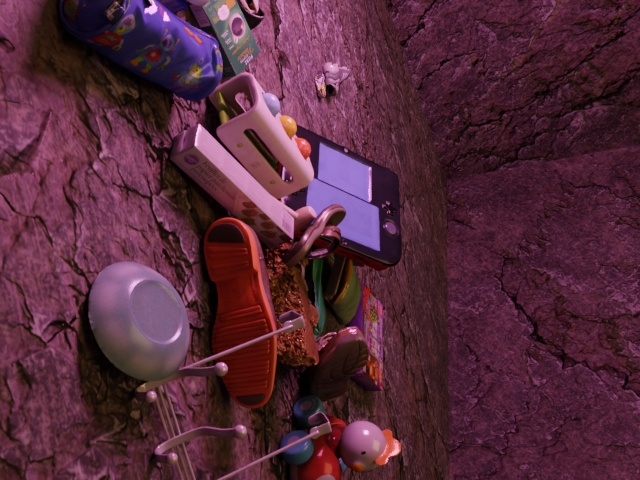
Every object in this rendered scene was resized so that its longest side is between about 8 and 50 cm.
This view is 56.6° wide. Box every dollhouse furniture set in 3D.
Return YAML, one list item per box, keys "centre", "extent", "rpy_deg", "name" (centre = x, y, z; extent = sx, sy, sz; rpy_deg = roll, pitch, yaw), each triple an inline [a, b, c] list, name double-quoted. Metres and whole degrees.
- centre: [0.135, 0.084, 1.737]
  extent: [0.197, 0.151, 0.301]
  rpy_deg: [57, 43, -52]
  name: "dollhouse furniture set"

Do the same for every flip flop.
- centre: [0.000, 0.000, 1.319]
  extent: [0.080, 0.112, 0.277]
  rpy_deg: [39, 25, 1]
  name: "flip flop"

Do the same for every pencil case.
- centre: [-0.278, -0.338, 0.987]
  extent: [0.119, 0.133, 0.306]
  rpy_deg: [62, 16, 16]
  name: "pencil case"

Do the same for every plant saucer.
- centre: [-0.261, 0.115, 0.907]
  extent: [0.195, 0.037, 0.195]
  rpy_deg: [42, 34, -38]
  name: "plant saucer"

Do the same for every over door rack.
- centre: [-0.120, 0.287, 0.997]
  extent: [0.324, 0.108, 0.239]
  rpy_deg: [-22, 105, -35]
  name: "over door rack"

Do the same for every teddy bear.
- centre: [-0.087, 0.124, 1.345]
  extent: [0.245, 0.113, 0.338]
  rpy_deg: [31, 45, -70]
  name: "teddy bear"

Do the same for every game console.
- centre: [0.056, -0.117, 1.572]
  extent: [0.386, 0.060, 0.342]
  rpy_deg: [22, 56, -26]
  name: "game console"

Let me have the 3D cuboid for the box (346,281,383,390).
- centre: [0.142, 0.306, 1.876]
  extent: [0.201, 0.057, 0.293]
  rpy_deg: [50, 37, -54]
  name: "box"

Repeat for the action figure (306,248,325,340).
- centre: [-0.018, 0.155, 1.512]
  extent: [0.137, 0.063, 0.232]
  rpy_deg: [76, 12, -55]
  name: "action figure"

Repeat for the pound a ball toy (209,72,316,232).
- centre: [-0.095, -0.185, 1.298]
  extent: [0.319, 0.135, 0.208]
  rpy_deg: [49, 19, -52]
  name: "pound a ball toy"

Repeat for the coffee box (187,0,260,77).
- centre: [-0.208, -0.464, 1.301]
  extent: [0.113, 0.040, 0.184]
  rpy_deg: [-62, 139, -35]
  name: "coffee box"

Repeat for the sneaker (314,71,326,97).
- centre: [0.000, -0.490, 1.881]
  extent: [0.035, 0.031, 0.083]
  rpy_deg: [-13, 98, -82]
  name: "sneaker"

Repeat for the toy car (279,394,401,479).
- centre: [0.064, 0.492, 1.364]
  extent: [0.210, 0.238, 0.219]
  rpy_deg: [-64, 139, -55]
  name: "toy car"

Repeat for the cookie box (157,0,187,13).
- centre: [-0.298, -0.499, 1.118]
  extent: [0.107, 0.040, 0.092]
  rpy_deg: [28, 54, -64]
  name: "cookie box"

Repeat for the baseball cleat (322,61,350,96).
- centre: [0.045, -0.533, 1.975]
  extent: [0.206, 0.072, 0.109]
  rpy_deg: [-22, 120, -67]
  name: "baseball cleat"

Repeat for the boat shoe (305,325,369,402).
- centre: [0.022, 0.277, 1.402]
  extent: [0.324, 0.123, 0.116]
  rpy_deg: [113, -37, -51]
  name: "boat shoe"

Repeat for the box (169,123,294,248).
- centre: [-0.166, -0.098, 1.192]
  extent: [0.324, 0.063, 0.067]
  rpy_deg: [45, 33, -43]
  name: "box"

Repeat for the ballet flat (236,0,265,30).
- centre: [-0.204, -0.599, 1.317]
  extent: [0.280, 0.096, 0.095]
  rpy_deg: [58, 34, -44]
  name: "ballet flat"

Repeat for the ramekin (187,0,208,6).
- centre: [-0.241, -0.589, 1.082]
  extent: [0.277, 0.135, 0.277]
  rpy_deg: [54, 21, -32]
  name: "ramekin"

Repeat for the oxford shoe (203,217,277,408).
- centre: [-0.135, 0.139, 1.167]
  extent: [0.133, 0.130, 0.364]
  rpy_deg: [13, 70, -75]
  name: "oxford shoe"
